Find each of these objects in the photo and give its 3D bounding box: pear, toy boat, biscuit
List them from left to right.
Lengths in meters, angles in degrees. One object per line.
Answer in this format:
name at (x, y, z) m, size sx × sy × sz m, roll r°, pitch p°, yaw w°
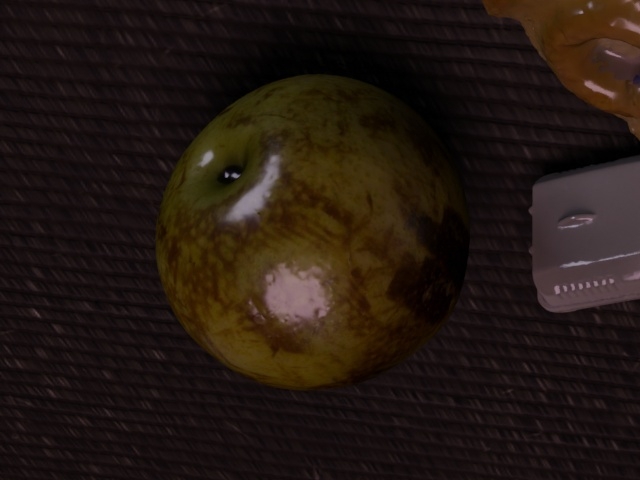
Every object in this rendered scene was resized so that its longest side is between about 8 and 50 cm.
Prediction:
pear at (0.000, 0.000, 1.552) m, size 0.283 × 0.283 × 0.283 m, roll 6°, pitch 133°, yaw 7°
biscuit at (0.267, -0.173, 1.437) m, size 0.274 × 0.091 × 0.213 m, roll 36°, pitch 147°, yaw -15°
toy boat at (0.316, -0.006, 1.571) m, size 0.269 × 0.141 × 0.141 m, roll -4°, pitch 131°, yaw 14°
